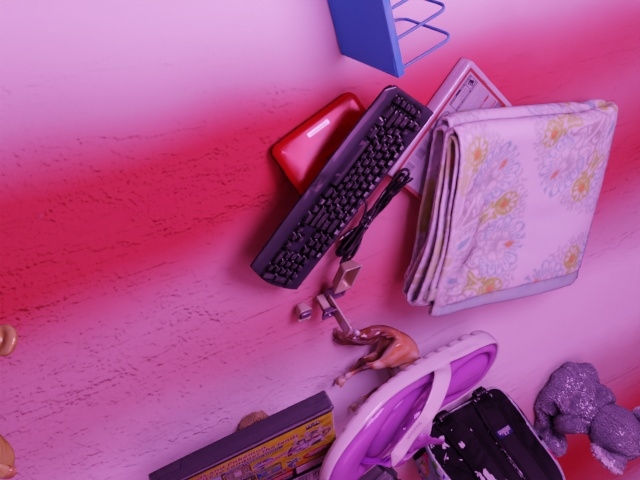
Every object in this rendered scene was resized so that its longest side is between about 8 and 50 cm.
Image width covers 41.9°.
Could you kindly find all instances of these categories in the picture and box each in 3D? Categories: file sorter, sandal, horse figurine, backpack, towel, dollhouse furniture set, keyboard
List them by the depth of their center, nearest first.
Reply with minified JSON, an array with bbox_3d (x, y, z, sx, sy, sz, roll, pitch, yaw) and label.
[{"bbox_3d":[0.079,-0.310,1.017,0.104,0.118,0.170,-35,132,-19],"label":"file sorter"},{"bbox_3d":[0.047,-0.057,1.151,0.317,0.033,0.201,-52,150,14],"label":"keyboard"},{"bbox_3d":[0.028,0.094,1.217,0.091,0.081,0.114,-19,152,-27],"label":"dollhouse furniture set"},{"bbox_3d":[0.309,-0.054,1.326,0.374,0.090,0.321,-10,122,-32],"label":"towel"},{"bbox_3d":[0.169,0.278,1.352,0.416,0.102,0.169,-33,140,-30],"label":"sandal"},{"bbox_3d":[0.114,0.215,1.396,0.174,0.066,0.263,-35,134,-7],"label":"horse figurine"},{"bbox_3d":[0.315,0.434,1.551,0.225,0.253,0.191,-25,149,-24],"label":"backpack"}]

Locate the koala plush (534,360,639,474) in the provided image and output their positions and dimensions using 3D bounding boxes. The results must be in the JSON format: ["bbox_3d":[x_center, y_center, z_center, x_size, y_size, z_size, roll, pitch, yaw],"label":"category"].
[{"bbox_3d":[0.577,0.375,1.727,0.196,0.221,0.203,-32,131,-16],"label":"koala plush"}]

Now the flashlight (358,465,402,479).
[{"bbox_3d":[0.010,0.505,1.473,0.103,0.103,0.304,43,88,-17],"label":"flashlight"}]

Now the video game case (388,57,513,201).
[{"bbox_3d":[0.238,-0.126,1.308,0.285,0.025,0.204,33,94,-43],"label":"video game case"}]

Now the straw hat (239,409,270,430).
[{"bbox_3d":[-0.095,0.299,1.294,0.144,0.061,0.144,-21,145,-16],"label":"straw hat"}]

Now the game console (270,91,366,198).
[{"bbox_3d":[0.010,-0.114,1.154,0.144,0.085,0.124,-38,101,-12],"label":"game console"}]

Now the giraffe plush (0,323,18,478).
[{"bbox_3d":[-0.415,0.169,0.928,0.181,0.210,0.170,11,77,-28],"label":"giraffe plush"}]

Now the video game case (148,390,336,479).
[{"bbox_3d":[-0.103,0.350,1.265,0.275,0.035,0.248,-23,146,-13],"label":"video game case"}]
